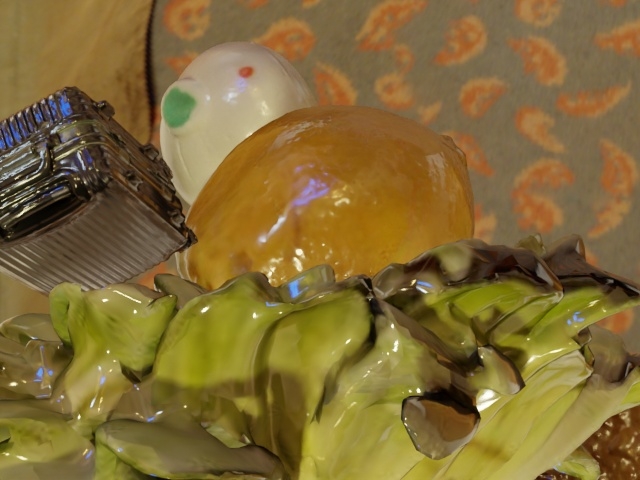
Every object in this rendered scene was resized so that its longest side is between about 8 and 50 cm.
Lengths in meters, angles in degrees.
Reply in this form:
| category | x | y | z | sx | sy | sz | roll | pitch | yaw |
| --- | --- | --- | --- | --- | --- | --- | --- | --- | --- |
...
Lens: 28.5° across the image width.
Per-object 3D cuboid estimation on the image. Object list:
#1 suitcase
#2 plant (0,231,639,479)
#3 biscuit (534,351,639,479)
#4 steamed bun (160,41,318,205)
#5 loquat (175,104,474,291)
| category | x | y | z | sx | sy | sz | roll | pitch | yaw |
| --- | --- | --- | --- | --- | --- | --- | --- | --- | --- |
| suitcase | -0.117 | -0.018 | 0.594 | 0.086 | 0.126 | 0.059 | -28 | 68 | 5 |
| plant | -0.009 | 0.095 | 0.430 | 0.306 | 0.297 | 0.261 | 10 | 144 | -14 |
| biscuit | 0.218 | 0.240 | 1.371 | 0.394 | 0.350 | 0.070 | 40 | 165 | 2 |
| steamed bun | -0.083 | -0.095 | 1.208 | 0.130 | 0.228 | 0.177 | -29 | 95 | -17 |
| loquat | 0.000 | 0.000 | 0.874 | 0.234 | 0.187 | 0.176 | -33 | 74 | -3 |
